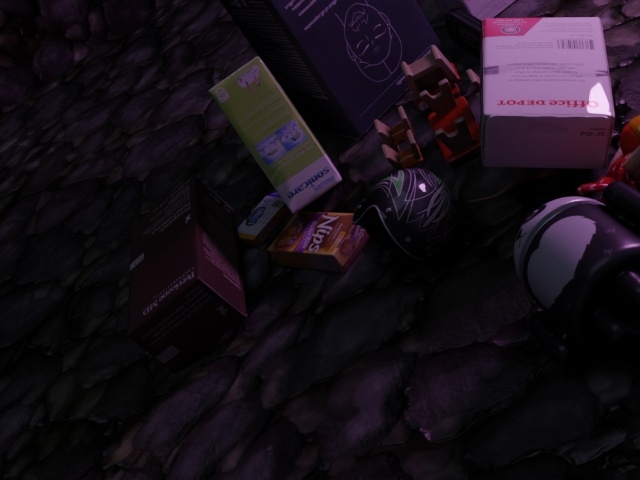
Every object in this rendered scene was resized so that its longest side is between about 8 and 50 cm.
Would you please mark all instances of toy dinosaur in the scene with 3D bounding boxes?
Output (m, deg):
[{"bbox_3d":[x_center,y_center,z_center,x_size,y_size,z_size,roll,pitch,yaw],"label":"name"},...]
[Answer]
[{"bbox_3d":[0.351,-0.120,1.799,0.112,0.064,0.211,-20,23,47],"label":"toy dinosaur"}]

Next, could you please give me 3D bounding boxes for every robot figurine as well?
[{"bbox_3d":[0.375,0.048,1.428,0.209,0.173,0.278,-29,32,-3],"label":"robot figurine"}]

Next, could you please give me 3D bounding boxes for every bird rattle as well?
[{"bbox_3d":[0.502,-0.135,1.605,0.253,0.143,0.207,-62,-6,25],"label":"bird rattle"}]

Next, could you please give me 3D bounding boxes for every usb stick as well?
[{"bbox_3d":[0.333,-0.422,2.188,0.045,0.077,0.278,-19,30,-10],"label":"usb stick"}]

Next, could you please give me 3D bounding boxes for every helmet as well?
[{"bbox_3d":[0.152,-0.042,1.781,0.161,0.169,0.169,-21,31,54],"label":"helmet"}]

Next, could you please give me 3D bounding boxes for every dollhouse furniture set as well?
[{"bbox_3d":[0.247,-0.248,2.029,0.262,0.135,0.259,-28,44,14],"label":"dollhouse furniture set"}]

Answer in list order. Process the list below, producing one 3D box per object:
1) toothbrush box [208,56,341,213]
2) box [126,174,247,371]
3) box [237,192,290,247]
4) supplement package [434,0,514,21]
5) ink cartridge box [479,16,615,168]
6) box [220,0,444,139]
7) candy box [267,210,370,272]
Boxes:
[{"bbox_3d":[-0.083,-0.204,2.052,0.122,0.283,0.206,-36,5,3],"label":"toothbrush box"},{"bbox_3d":[-0.268,0.056,2.063,0.191,0.143,0.381,-38,32,15],"label":"box"},{"bbox_3d":[-0.115,-0.045,2.176,0.081,0.028,0.136,11,53,51],"label":"box"},{"bbox_3d":[0.378,-0.625,2.341,0.262,0.145,0.204,-37,32,-2],"label":"supplement package"},{"bbox_3d":[0.372,-0.251,1.762,0.207,0.117,0.283,2,45,7],"label":"ink cartridge box"},{"bbox_3d":[0.026,-0.465,2.236,0.293,0.395,0.212,-46,31,-16],"label":"box"},{"bbox_3d":[0.000,0.000,1.979,0.187,0.053,0.109,5,50,46],"label":"candy box"}]
